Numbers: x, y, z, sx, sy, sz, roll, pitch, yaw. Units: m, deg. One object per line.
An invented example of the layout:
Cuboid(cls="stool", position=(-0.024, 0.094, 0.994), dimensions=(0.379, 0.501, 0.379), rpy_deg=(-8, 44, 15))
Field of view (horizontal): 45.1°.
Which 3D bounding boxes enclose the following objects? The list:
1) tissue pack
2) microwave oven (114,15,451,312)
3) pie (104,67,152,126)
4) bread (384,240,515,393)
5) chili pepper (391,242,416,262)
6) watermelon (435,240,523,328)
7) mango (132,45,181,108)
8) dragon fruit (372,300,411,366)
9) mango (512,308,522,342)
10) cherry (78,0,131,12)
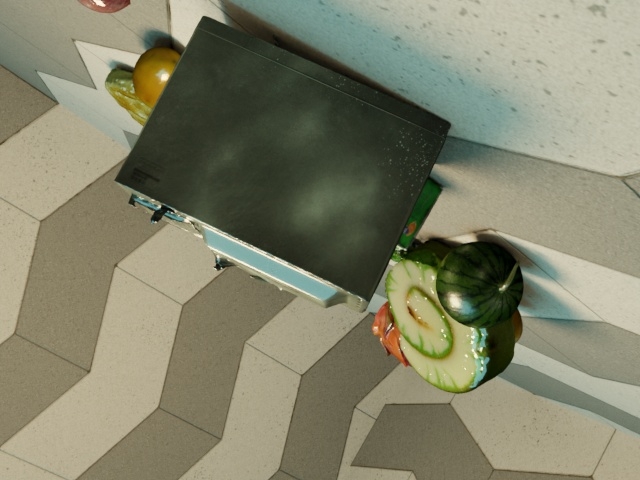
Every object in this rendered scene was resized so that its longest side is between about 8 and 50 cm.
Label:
Cuboid(cls="tissue pack", position=(0.096, -0.097, 1.507), dimensions=(0.209, 0.148, 0.156), rpy_deg=(33, 171, -18))
Cuboid(cls="microwave oven", position=(-0.058, -0.105, 1.274), dimensions=(0.431, 0.375, 0.236), rpy_deg=(26, 170, 6))
Cuboid(cls="pie", position=(-0.467, -0.373, 2.150), dimensions=(0.296, 0.078, 0.371), rpy_deg=(35, 170, -29))
Cuboid(cls="bread", position=(0.314, 0.192, 1.914), dimensions=(0.366, 0.129, 0.382), rpy_deg=(50, 145, 25))
Cuboid(cls="chili pepper", position=(0.207, 0.019, 2.089), dimensions=(0.122, 0.065, 0.279), rpy_deg=(30, 177, -20))
Cuboid(cls="watermelon", position=(0.343, 0.096, 1.634), dimensions=(0.188, 0.188, 0.214), rpy_deg=(34, 174, -20))
Cuboid(cls="mango", position=(-0.340, -0.353, 1.686), dimensions=(0.138, 0.113, 0.253), rpy_deg=(40, 163, -12))
Cuboid(cls="dragon fruit", position=(0.309, 0.280, 2.566), dimensions=(0.189, 0.291, 0.290), rpy_deg=(32, 175, 47))
Cuboid(cls="mango", position=(0.392, 0.164, 2.033), dimensions=(0.316, 0.146, 0.193), rpy_deg=(39, 162, 17))
Cuboid(cls="cherry", position=(-0.423, -0.473, 1.322), dimensions=(0.225, 0.090, 0.107), rpy_deg=(36, 173, -30))
